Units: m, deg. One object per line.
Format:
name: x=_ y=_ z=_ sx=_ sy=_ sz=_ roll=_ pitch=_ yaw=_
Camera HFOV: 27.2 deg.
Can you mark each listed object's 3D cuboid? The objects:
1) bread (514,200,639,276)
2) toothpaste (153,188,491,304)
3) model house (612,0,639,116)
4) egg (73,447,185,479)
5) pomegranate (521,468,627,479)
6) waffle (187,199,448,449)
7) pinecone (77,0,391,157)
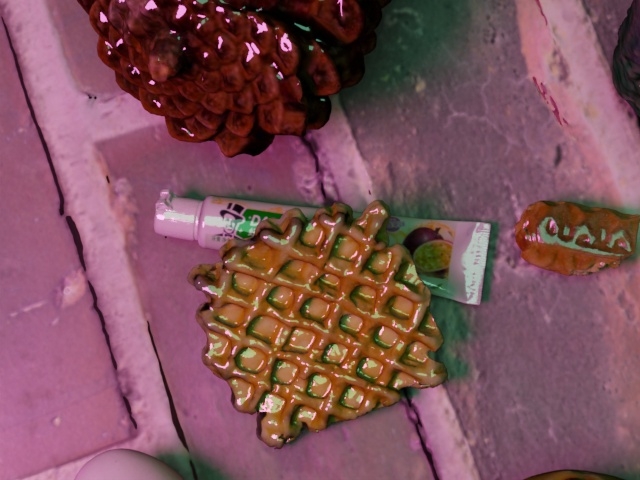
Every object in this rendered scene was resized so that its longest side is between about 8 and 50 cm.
bread: x=0.233 y=-0.001 z=1.218 sx=0.110 sy=0.060 sz=0.066 roll=9 pitch=114 yaw=8
toothpaste: x=0.000 y=0.000 z=1.252 sx=0.314 sy=0.056 sz=0.058 roll=8 pitch=126 yaw=4
model house: x=0.408 y=-0.098 z=1.086 sx=0.245 sy=0.312 sz=0.280 roll=-18 pitch=78 yaw=1
egg: x=-0.161 y=0.287 z=1.175 sx=0.151 sy=0.151 sz=0.209 roll=-21 pitch=77 yaw=3
pomegranate: x=0.236 y=0.293 z=1.136 sx=0.241 sy=0.159 sz=0.190 roll=32 pitch=95 yaw=-18
waffle: x=-0.008 y=0.071 z=1.220 sx=0.223 sy=0.054 sz=0.204 roll=-22 pitch=101 yaw=10
pinecone: x=-0.071 y=-0.241 z=1.196 sx=0.298 sy=0.242 sz=0.296 roll=31 pitch=78 yaw=11
